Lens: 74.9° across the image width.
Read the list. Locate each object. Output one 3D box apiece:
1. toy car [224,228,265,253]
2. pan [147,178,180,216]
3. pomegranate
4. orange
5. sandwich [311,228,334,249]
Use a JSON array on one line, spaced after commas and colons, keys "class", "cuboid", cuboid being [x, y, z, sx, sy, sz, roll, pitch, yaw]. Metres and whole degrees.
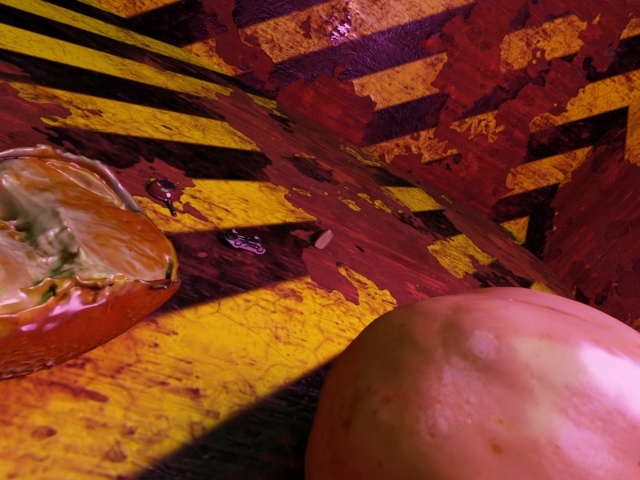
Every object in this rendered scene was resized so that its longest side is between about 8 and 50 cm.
[{"class": "toy car", "cuboid": [-0.155, 0.003, 0.851, 0.093, 0.025, 0.041, 18, 27, -36]}, {"class": "pan", "cuboid": [-0.306, -0.091, 0.845, 0.069, 0.023, 0.115, 7, 35, -46]}, {"class": "pomegranate", "cuboid": [0.195, 0.241, 0.414, 0.412, 0.411, 0.411, 27, 26, -14]}, {"class": "orange", "cuboid": [-0.320, 0.014, 0.443, 0.262, 0.196, 0.335, 53, 32, 7]}, {"class": "sandwich", "cuboid": [0.000, 0.000, 1.027, 0.031, 0.043, 0.083, 29, -18, -19]}]
